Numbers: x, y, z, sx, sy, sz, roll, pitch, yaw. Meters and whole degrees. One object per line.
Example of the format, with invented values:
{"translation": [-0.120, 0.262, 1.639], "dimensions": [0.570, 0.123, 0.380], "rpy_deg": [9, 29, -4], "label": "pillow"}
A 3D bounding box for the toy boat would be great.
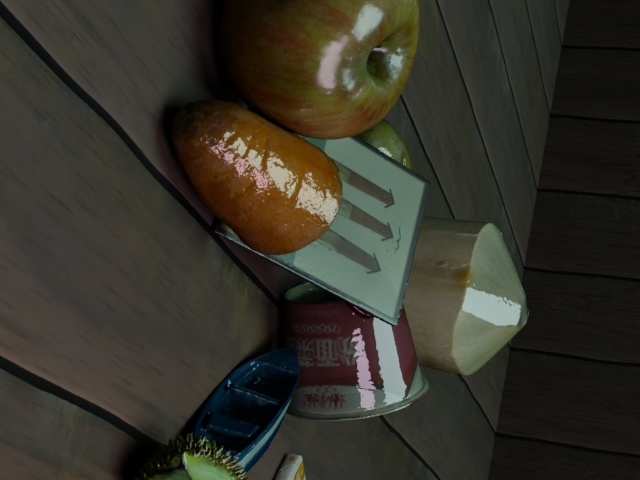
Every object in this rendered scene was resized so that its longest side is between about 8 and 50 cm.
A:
{"translation": [-0.094, 0.233, 1.577], "dimensions": [0.299, 0.096, 0.061], "rpy_deg": [-49, 150, -61], "label": "toy boat"}

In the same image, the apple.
{"translation": [-0.011, -0.266, 1.469], "dimensions": [0.264, 0.264, 0.264], "rpy_deg": [6, 90, -70], "label": "apple"}

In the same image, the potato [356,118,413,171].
{"translation": [0.079, -0.097, 1.868], "dimensions": [0.174, 0.159, 0.251], "rpy_deg": [-54, 163, -10], "label": "potato"}

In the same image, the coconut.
{"translation": [0.244, 0.104, 2.168], "dimensions": [0.323, 0.323, 0.322], "rpy_deg": [6, 90, -70], "label": "coconut"}

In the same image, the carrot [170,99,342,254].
{"translation": [-0.093, -0.099, 1.403], "dimensions": [0.225, 0.159, 0.159], "rpy_deg": [43, 54, -48], "label": "carrot"}

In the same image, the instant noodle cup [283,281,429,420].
{"translation": [0.040, 0.157, 1.760], "dimensions": [0.235, 0.235, 0.178], "rpy_deg": [-33, 116, -65], "label": "instant noodle cup"}

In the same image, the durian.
{"translation": [-0.152, 0.299, 1.396], "dimensions": [0.220, 0.137, 0.095], "rpy_deg": [51, 26, -41], "label": "durian"}

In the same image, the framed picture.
{"translation": [0.012, -0.050, 1.617], "dimensions": [0.324, 0.013, 0.244], "rpy_deg": [28, 63, -28], "label": "framed picture"}

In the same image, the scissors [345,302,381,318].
{"translation": [0.000, 0.000, 1.641], "dimensions": [0.248, 0.017, 0.144], "rpy_deg": [34, 52, -17], "label": "scissors"}

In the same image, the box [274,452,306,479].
{"translation": [-0.071, 0.452, 1.791], "dimensions": [0.220, 0.032, 0.122], "rpy_deg": [-59, 148, -48], "label": "box"}
